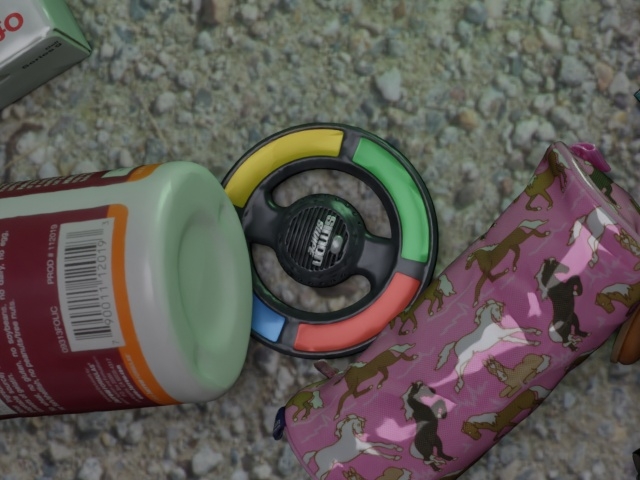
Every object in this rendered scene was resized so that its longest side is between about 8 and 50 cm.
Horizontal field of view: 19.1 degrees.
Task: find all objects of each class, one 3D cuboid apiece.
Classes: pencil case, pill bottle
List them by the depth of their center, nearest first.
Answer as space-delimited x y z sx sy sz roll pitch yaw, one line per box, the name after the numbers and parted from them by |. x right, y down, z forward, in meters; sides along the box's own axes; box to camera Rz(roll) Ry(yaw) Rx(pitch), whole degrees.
0.139 0.087 1.705 0.386 0.160 0.167 -43 83 13 | pencil case
-0.281 0.056 1.779 0.392 0.224 0.224 -6 83 20 | pill bottle

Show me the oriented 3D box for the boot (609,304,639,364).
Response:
0.369 0.066 1.726 0.152 0.073 0.197 37 96 9 | boot

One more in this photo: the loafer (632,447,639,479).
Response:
0.320 0.176 1.703 0.084 0.096 0.268 14 106 29 | loafer

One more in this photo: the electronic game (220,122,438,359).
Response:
0.000 0.000 1.824 0.229 0.048 0.229 -1 83 12 | electronic game

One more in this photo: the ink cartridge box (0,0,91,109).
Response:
-0.395 -0.261 1.899 0.211 0.121 0.289 -31 79 8 | ink cartridge box

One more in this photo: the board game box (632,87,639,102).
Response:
0.399 -0.154 1.753 0.186 0.026 0.126 -44 77 12 | board game box
